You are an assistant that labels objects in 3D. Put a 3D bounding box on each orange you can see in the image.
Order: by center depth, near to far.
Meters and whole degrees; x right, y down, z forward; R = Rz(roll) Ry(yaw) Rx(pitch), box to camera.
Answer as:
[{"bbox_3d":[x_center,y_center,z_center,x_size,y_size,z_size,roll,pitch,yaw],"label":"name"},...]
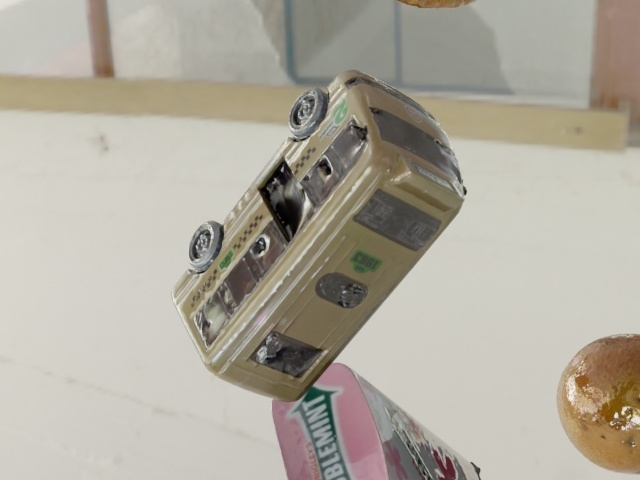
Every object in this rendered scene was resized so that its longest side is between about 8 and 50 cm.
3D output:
[{"bbox_3d":[0.421,0.219,1.624,0.206,0.206,0.206,-2,-157,1],"label":"orange"}]

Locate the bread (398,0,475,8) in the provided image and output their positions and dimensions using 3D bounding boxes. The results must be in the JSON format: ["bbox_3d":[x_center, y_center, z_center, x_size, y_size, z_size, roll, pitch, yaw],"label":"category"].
[{"bbox_3d":[0.053,-0.254,0.920,0.199,0.104,0.199,18,-150,-10],"label":"bread"}]

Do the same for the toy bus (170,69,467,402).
[{"bbox_3d":[0.000,0.000,1.092,0.139,0.289,0.157,27,-158,-36],"label":"toy bus"}]

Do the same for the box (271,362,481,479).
[{"bbox_3d":[0.091,0.280,1.279,0.112,0.369,0.190,-26,-124,16],"label":"box"}]
